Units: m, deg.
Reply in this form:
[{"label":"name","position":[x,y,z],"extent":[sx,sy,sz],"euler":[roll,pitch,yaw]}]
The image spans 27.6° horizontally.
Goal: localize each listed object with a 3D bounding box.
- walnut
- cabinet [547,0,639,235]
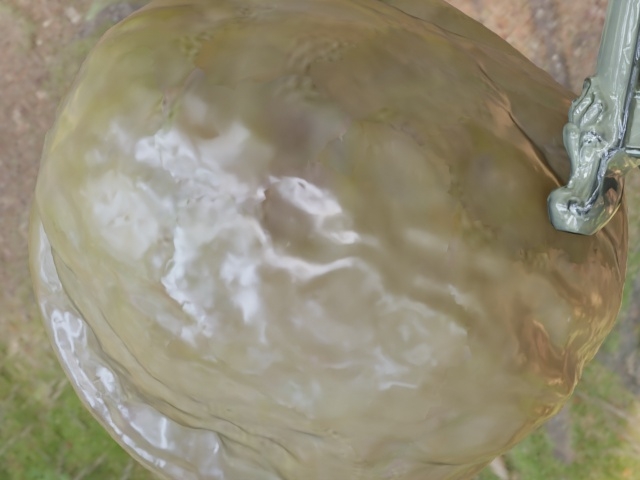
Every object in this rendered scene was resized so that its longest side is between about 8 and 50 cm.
[{"label":"walnut","position":[0.000,0.000,0.817],"extent":[0.381,0.381,0.381],"euler":[25,141,22]},{"label":"cabinet","position":[0.309,-0.129,0.647],"extent":[0.290,0.318,0.227],"euler":[11,178,42]}]
